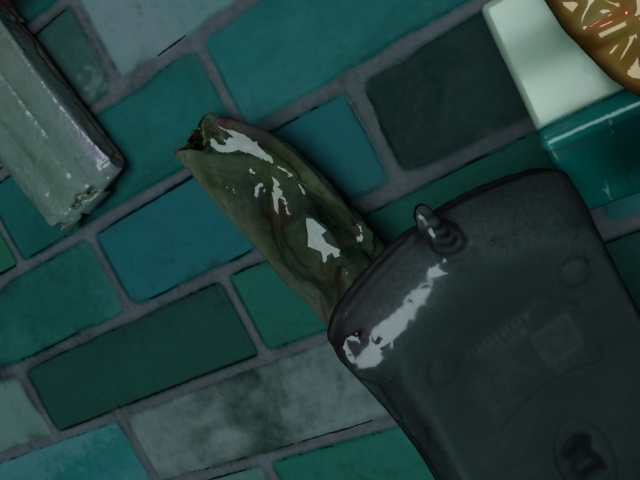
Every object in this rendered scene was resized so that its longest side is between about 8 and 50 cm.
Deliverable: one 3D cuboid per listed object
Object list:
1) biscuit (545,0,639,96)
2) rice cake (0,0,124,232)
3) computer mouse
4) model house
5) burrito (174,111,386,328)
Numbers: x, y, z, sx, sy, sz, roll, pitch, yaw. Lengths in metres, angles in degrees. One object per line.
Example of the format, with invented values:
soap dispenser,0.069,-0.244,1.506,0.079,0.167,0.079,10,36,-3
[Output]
biscuit,0.203,-0.231,0.277,0.204,0.040,0.309,39,100,5
rice cake,-0.288,-0.120,0.613,0.124,0.038,0.211,-41,88,26
computer mouse,0.144,0.106,0.433,0.188,0.122,0.371,-36,116,0
model house,0.182,-0.101,0.386,0.100,0.127,0.149,-22,94,26
burrito,-0.001,0.002,0.521,0.309,0.066,0.096,46,113,4
